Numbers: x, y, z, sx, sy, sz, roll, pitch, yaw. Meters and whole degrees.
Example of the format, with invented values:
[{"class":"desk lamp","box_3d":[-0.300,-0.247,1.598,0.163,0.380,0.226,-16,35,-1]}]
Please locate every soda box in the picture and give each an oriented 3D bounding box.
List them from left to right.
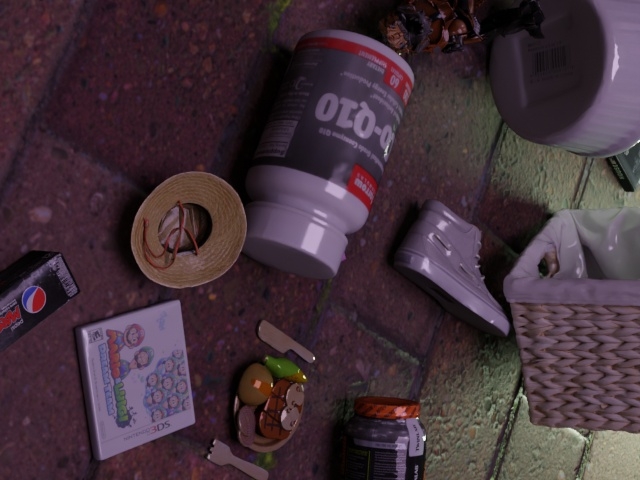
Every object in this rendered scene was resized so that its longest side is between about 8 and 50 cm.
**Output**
[{"class":"soda box","box_3d":[-0.334,0.076,1.203,0.169,0.060,0.053,-40,118,-36]}]

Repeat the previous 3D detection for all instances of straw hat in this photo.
[{"class":"straw hat","box_3d":[-0.165,-0.016,1.369,0.144,0.061,0.144,-5,101,-27]}]

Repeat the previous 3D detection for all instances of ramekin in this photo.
[{"class":"ramekin","box_3d":[0.385,-0.266,1.769,0.135,0.277,0.277,0,93,-37]}]

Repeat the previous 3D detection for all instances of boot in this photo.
[{"class":"boot","box_3d":[0.220,0.041,1.737,0.258,0.095,0.123,38,73,-39]}]

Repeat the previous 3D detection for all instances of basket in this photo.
[{"class":"basket","box_3d":[0.499,0.115,1.820,0.328,0.331,0.266,-41,123,-56]}]

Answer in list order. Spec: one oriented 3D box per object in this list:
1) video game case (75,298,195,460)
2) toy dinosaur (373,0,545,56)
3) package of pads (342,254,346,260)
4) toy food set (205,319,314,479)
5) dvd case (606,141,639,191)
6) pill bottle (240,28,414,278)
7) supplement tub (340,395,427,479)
[{"class":"video game case","box_3d":[-0.213,0.160,1.360,0.143,0.019,0.157,-16,103,-44]},{"class":"toy dinosaur","box_3d":[0.182,-0.333,1.620,0.164,0.218,0.322,55,30,-26]},{"class":"package of pads","box_3d":[0.000,0.000,1.557,0.050,0.032,0.083,-35,117,-40]},{"class":"toy food set","box_3d":[-0.063,0.212,1.502,0.132,0.038,0.192,36,68,-41]},{"class":"dvd case","box_3d":[0.578,-0.236,2.131,0.179,0.030,0.238,52,58,-34]},{"class":"pill bottle","box_3d":[0.002,-0.105,1.460,0.161,0.161,0.283,33,69,-41]},{"class":"supplement tub","box_3d":[0.086,0.315,1.605,0.117,0.117,0.190,3,91,-46]}]
